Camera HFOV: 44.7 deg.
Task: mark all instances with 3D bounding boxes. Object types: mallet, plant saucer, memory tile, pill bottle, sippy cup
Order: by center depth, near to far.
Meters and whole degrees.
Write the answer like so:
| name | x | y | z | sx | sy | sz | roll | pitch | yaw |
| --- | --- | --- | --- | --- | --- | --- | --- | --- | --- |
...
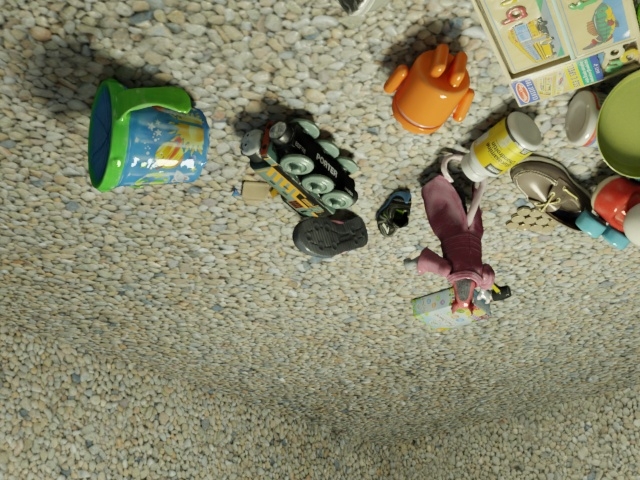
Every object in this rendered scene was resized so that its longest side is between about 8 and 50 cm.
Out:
| name | x | y | z | sx | sy | sz | roll | pitch | yaw |
| --- | --- | --- | --- | --- | --- | --- | --- | --- | --- |
| plant saucer | 0.690 | -0.252 | 1.648 | 0.241 | 0.037 | 0.240 | -3 | 110 | -7 |
| sippy cup | -0.369 | -0.217 | 1.691 | 0.224 | 0.239 | 0.305 | 3 | -170 | -28 |
| pill bottle | 0.672 | -0.260 | 1.729 | 0.222 | 0.124 | 0.124 | 6 | 149 | -10 |
| pill bottle | 0.418 | -0.213 | 1.820 | 0.103 | 0.103 | 0.184 | 17 | 145 | -28 |
| memory tile | 0.604 | -0.058 | 2.181 | 0.148 | 0.012 | 0.113 | 5 | 149 | -11 |
| mallet | 0.558 | 0.139 | 2.499 | 0.062 | 0.039 | 0.189 | -15 | 143 | 25 |

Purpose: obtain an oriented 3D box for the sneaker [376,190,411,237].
| name | x | y | z | sx | sy | sz | roll | pitch | yaw |
| --- | --- | --- | --- | --- | --- | --- | --- | --- | --- |
| sneaker | 0.198 | -0.059 | 2.099 | 0.067 | 0.078 | 0.188 | 6 | 149 | -12 |

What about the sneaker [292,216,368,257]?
| name | x | y | z | sx | sy | sz | roll | pitch | yaw |
| --- | --- | --- | --- | --- | --- | --- | --- | --- | --- |
| sneaker | 0.000 | 0.000 | 2.076 | 0.131 | 0.112 | 0.319 | -14 | 173 | 33 |

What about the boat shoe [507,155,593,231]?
| name | x | y | z | sx | sy | sz | roll | pitch | yaw |
| --- | --- | --- | --- | --- | --- | --- | --- | --- | --- |
| boat shoe | 0.598 | -0.115 | 2.000 | 0.324 | 0.096 | 0.117 | 26 | 140 | -38 |

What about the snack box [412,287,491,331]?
| name | x | y | z | sx | sy | sz | roll | pitch | yaw |
| --- | --- | --- | --- | --- | --- | --- | --- | --- | --- |
| snack box | 0.440 | 0.229 | 2.610 | 0.207 | 0.070 | 0.174 | -21 | 145 | 32 |

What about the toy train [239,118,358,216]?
| name | x | y | z | sx | sy | sz | roll | pitch | yaw |
| --- | --- | --- | --- | --- | --- | --- | --- | --- | --- |
| toy train | -0.047 | -0.168 | 1.861 | 0.190 | 0.142 | 0.334 | -9 | 150 | 32 |

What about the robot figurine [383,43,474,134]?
| name | x | y | z | sx | sy | sz | roll | pitch | yaw |
| --- | --- | --- | --- | --- | --- | --- | --- | --- | --- |
| robot figurine | 0.230 | -0.307 | 1.628 | 0.158 | 0.128 | 0.219 | -14 | 157 | -28 |

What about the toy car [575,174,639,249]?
| name | x | y | z | sx | sy | sz | roll | pitch | yaw |
| --- | --- | --- | --- | --- | --- | --- | --- | --- | --- |
| toy car | 0.802 | -0.048 | 1.915 | 0.210 | 0.238 | 0.219 | 20 | 116 | -32 |

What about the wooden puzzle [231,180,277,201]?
| name | x | y | z | sx | sy | sz | roll | pitch | yaw |
| --- | --- | --- | --- | --- | --- | --- | --- | --- | --- |
| wooden puzzle | -0.169 | -0.130 | 2.032 | 0.117 | 0.014 | 0.078 | 7 | 144 | -14 |

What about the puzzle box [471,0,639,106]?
| name | x | y | z | sx | sy | sz | roll | pitch | yaw |
| --- | --- | --- | --- | --- | --- | --- | --- | --- | --- |
| puzzle box | 0.457 | -0.431 | 1.501 | 0.272 | 0.052 | 0.409 | -15 | 147 | 24 |

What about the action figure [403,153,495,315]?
| name | x | y | z | sx | sy | sz | roll | pitch | yaw |
| --- | --- | --- | --- | --- | --- | --- | --- | --- | --- |
| action figure | 0.366 | 0.014 | 1.942 | 0.248 | 0.370 | 0.275 | 9 | 147 | -17 |

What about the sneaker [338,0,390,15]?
| name | x | y | z | sx | sy | sz | roll | pitch | yaw |
| --- | --- | --- | --- | --- | --- | --- | --- | --- | --- |
| sneaker | 0.134 | -0.511 | 1.341 | 0.115 | 0.105 | 0.281 | -17 | 161 | -39 |

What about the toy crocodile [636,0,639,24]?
| name | x | y | z | sx | sy | sz | roll | pitch | yaw |
| --- | --- | --- | --- | --- | --- | --- | --- | --- | --- |
| toy crocodile | 0.631 | -0.489 | 1.345 | 0.105 | 0.115 | 0.340 | -2 | 149 | 0 |
